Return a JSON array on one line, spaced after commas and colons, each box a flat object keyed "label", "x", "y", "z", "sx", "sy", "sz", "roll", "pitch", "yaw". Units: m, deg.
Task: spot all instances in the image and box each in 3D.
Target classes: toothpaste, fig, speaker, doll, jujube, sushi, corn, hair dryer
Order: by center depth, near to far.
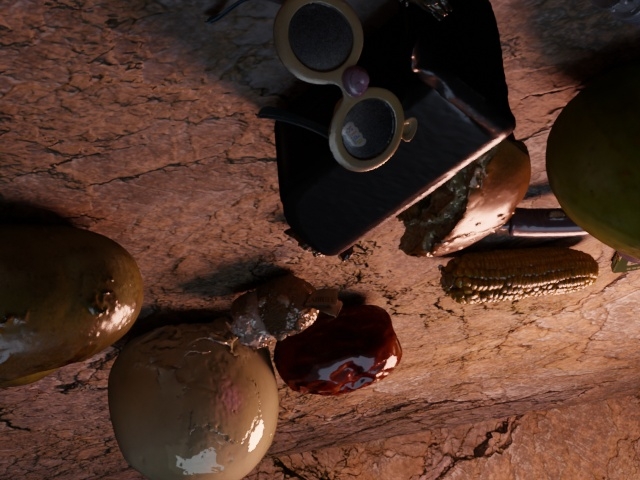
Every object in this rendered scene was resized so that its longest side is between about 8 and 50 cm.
[{"label": "speaker", "x": 0.049, "y": -0.146, "z": 1.194, "sx": 0.184, "sy": 0.180, "sz": 0.388, "roll": 13, "pitch": 148, "yaw": -32}, {"label": "toothpaste", "x": 0.382, "y": -0.266, "z": 1.208, "sx": 0.089, "sy": 0.057, "sz": 0.234, "roll": -27, "pitch": 160, "yaw": 39}, {"label": "fig", "x": 0.452, "y": -0.079, "z": 1.350, "sx": 0.258, "sy": 0.326, "sz": 0.258, "roll": -35, "pitch": 153, "yaw": -21}, {"label": "sushi", "x": 0.000, "y": 0.000, "z": 1.686, "sx": 0.055, "sy": 0.052, "sz": 0.120, "roll": -42, "pitch": 148, "yaw": 28}, {"label": "hair dryer", "x": 0.412, "y": -0.053, "z": 1.699, "sx": 0.361, "sy": 0.121, "sz": 0.301, "roll": -5, "pitch": 150, "yaw": 1}, {"label": "doll", "x": -0.065, "y": 0.115, "z": 1.864, "sx": 0.221, "sy": 0.105, "sz": 0.115, "roll": -25, "pitch": -169, "yaw": 31}, {"label": "corn", "x": 0.371, "y": 0.058, "z": 1.945, "sx": 0.312, "sy": 0.102, "sz": 0.102, "roll": -7, "pitch": 158, "yaw": -18}, {"label": "jujube", "x": 0.029, "y": 0.210, "z": 2.075, "sx": 0.243, "sy": 0.183, "sz": 0.183, "roll": -20, "pitch": 158, "yaw": 2}]

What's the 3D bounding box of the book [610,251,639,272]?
[{"label": "book", "x": 0.666, "y": -0.010, "z": 2.002, "sx": 0.202, "sy": 0.027, "sz": 0.264, "roll": -12, "pitch": 158, "yaw": 1}]

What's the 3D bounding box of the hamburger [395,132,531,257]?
[{"label": "hamburger", "x": 0.203, "y": -0.077, "z": 1.462, "sx": 0.156, "sy": 0.144, "sz": 0.283, "roll": -2, "pitch": 155, "yaw": -21}]

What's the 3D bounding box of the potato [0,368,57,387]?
[{"label": "potato", "x": -0.508, "y": 0.159, "z": 1.679, "sx": 0.228, "sy": 0.149, "sz": 0.197, "roll": -11, "pitch": -175, "yaw": -26}]

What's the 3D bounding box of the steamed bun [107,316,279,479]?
[{"label": "steamed bun", "x": -0.219, "y": 0.304, "z": 1.994, "sx": 0.333, "sy": 0.312, "sz": 0.233, "roll": -8, "pitch": 162, "yaw": -27}]

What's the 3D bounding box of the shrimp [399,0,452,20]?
[{"label": "shrimp", "x": 0.019, "y": -0.261, "z": 0.957, "sx": 0.217, "sy": 0.051, "sz": 0.150, "roll": 37, "pitch": 151, "yaw": -22}]

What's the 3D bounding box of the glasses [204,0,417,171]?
[{"label": "glasses", "x": -0.035, "y": -0.153, "z": 1.045, "sx": 0.220, "sy": 0.088, "sz": 0.190, "roll": 7, "pitch": 136, "yaw": 48}]

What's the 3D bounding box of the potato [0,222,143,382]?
[{"label": "potato", "x": -0.422, "y": 0.081, "z": 1.476, "sx": 0.359, "sy": 0.219, "sz": 0.270, "roll": -11, "pitch": 169, "yaw": -18}]
